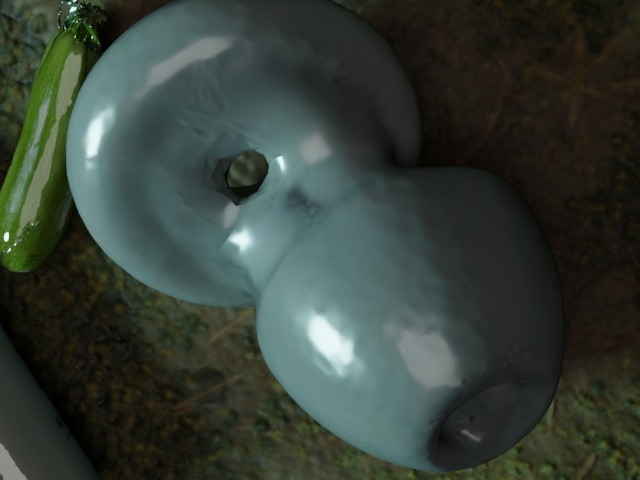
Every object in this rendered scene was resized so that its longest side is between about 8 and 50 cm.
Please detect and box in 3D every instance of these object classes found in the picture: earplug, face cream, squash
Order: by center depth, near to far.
[{"bbox_3d":[0.003,-0.004,0.820,0.325,0.175,0.214,41,110,-2],"label":"earplug"},{"bbox_3d":[-0.170,-0.065,0.895,0.052,0.052,0.183,18,102,4],"label":"squash"},{"bbox_3d":[-0.242,0.077,0.920,0.077,0.077,0.250,-31,98,13],"label":"face cream"}]
